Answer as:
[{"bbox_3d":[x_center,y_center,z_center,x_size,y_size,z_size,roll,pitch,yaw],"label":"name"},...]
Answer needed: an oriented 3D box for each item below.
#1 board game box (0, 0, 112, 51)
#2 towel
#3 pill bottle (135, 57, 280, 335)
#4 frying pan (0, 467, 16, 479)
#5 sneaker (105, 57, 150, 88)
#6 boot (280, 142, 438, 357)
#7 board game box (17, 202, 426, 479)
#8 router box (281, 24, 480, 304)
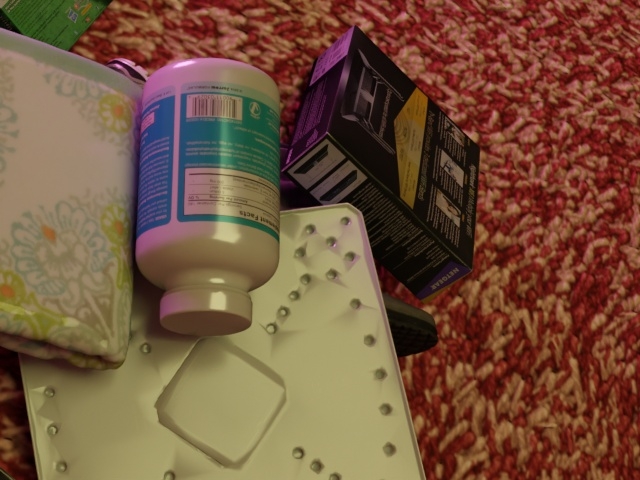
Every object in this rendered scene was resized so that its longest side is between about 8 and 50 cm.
[{"bbox_3d":[-0.296,-0.322,1.651,0.136,0.030,0.260,54,46,-25],"label":"board game box"},{"bbox_3d":[-0.349,-0.062,1.379,0.374,0.090,0.320,17,62,-29],"label":"towel"},{"bbox_3d":[-0.114,-0.041,1.440,0.146,0.146,0.264,13,67,-32],"label":"pill bottle"},{"bbox_3d":[-0.313,0.346,1.322,0.326,0.053,0.197,54,49,-5],"label":"frying pan"},{"bbox_3d":[-0.212,-0.132,1.616,0.075,0.063,0.170,-24,79,-32],"label":"sneaker"},{"bbox_3d":[0.000,0.000,1.674,0.338,0.118,0.223,21,56,-26],"label":"boot"},{"bbox_3d":[-0.106,0.172,1.471,0.390,0.050,0.390,-8,73,-16],"label":"board game box"},{"bbox_3d":[0.084,-0.100,1.732,0.243,0.081,0.309,43,28,-17],"label":"router box"}]
